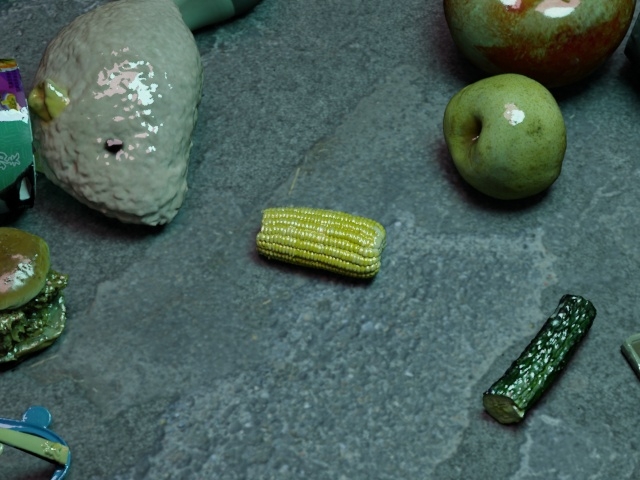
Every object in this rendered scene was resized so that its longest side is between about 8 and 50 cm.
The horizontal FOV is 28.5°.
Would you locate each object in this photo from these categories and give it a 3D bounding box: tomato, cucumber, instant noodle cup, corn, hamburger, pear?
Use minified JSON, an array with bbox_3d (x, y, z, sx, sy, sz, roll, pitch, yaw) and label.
[{"bbox_3d":[0.306,-0.337,1.772,0.270,0.223,0.270,-2,72,6],"label":"tomato"},{"bbox_3d":[0.267,0.140,1.505,0.058,0.058,0.187,32,60,22],"label":"cucumber"},{"bbox_3d":[-0.471,-0.125,1.607,0.190,0.251,0.251,-8,52,-18],"label":"instant noodle cup"},{"bbox_3d":[0.000,0.000,1.610,0.165,0.063,0.085,8,77,9],"label":"corn"},{"bbox_3d":[-0.398,0.063,1.517,0.185,0.131,0.159,-27,53,-15],"label":"hamburger"},{"bbox_3d":[0.245,-0.139,1.660,0.136,0.167,0.167,-8,51,-27],"label":"pear"}]

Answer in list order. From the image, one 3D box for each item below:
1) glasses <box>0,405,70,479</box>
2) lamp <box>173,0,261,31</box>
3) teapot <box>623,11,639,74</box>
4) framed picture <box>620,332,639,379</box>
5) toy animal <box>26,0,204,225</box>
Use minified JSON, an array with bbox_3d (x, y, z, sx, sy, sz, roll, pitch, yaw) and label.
[{"bbox_3d":[-0.406,0.241,1.373,0.239,0.207,0.102,0,88,2],"label":"glasses"},{"bbox_3d":[-0.202,-0.384,1.832,0.314,0.182,0.182,-34,59,-23],"label":"lamp"},{"bbox_3d":[0.608,-0.258,1.693,0.361,0.305,0.376,26,85,11],"label":"teapot"},{"bbox_3d":[0.498,0.192,1.484,0.189,0.023,0.260,-18,54,-13],"label":"framed picture"},{"bbox_3d":[-0.273,-0.196,1.678,0.226,0.188,0.358,6,60,0],"label":"toy animal"}]
